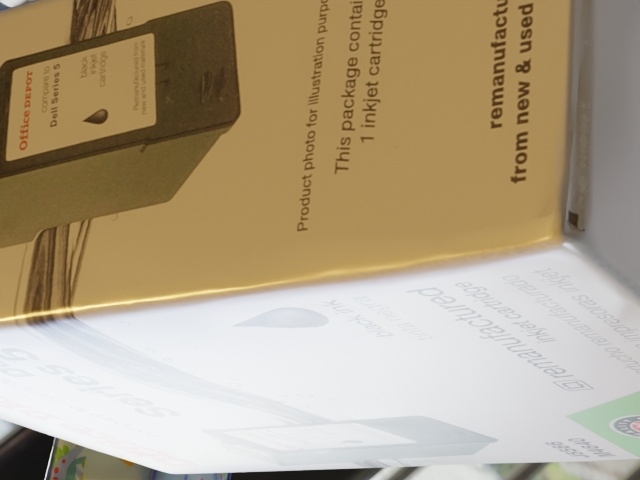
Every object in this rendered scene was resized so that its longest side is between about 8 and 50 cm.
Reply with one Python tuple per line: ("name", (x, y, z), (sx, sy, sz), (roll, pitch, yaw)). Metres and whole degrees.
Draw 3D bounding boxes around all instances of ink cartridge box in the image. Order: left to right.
("ink cartridge box", (0.000, 0.000, 0.467), (0.273, 0.114, 0.198), (-9, 155, 34))

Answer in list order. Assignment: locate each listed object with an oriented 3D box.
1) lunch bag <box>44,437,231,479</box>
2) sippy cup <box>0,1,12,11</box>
("lunch bag", (-0.115, 0.124, 1.014), (0.090, 0.219, 0.176), (5, 169, 18))
("sippy cup", (-0.319, -0.090, 0.975), (0.240, 0.224, 0.305), (176, 100, -84))
